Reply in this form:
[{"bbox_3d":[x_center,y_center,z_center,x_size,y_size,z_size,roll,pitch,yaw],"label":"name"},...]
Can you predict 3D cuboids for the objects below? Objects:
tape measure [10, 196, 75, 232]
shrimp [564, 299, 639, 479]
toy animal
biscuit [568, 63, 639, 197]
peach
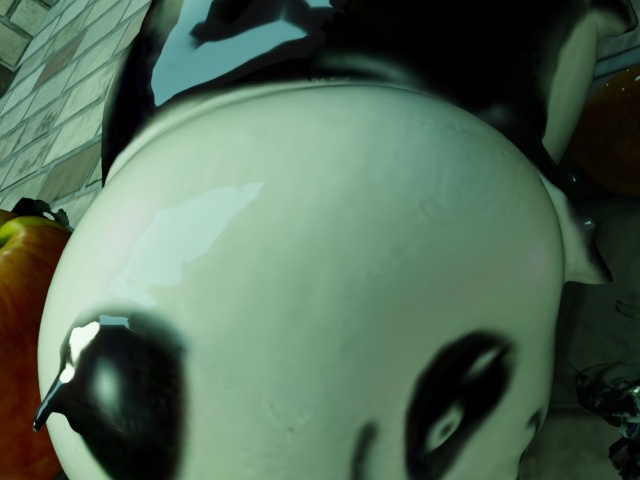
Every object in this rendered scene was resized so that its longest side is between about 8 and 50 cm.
[{"bbox_3d":[-0.355,0.059,1.143,0.181,0.107,0.182,-49,27,9],"label":"tape measure"},{"bbox_3d":[0.148,0.037,0.333,0.174,0.076,0.082,-31,53,44],"label":"shrimp"},{"bbox_3d":[0.000,0.000,0.445,0.251,0.251,0.310,-23,34,48],"label":"toy animal"},{"bbox_3d":[0.161,-0.058,0.491,0.078,0.015,0.091,-50,27,10],"label":"biscuit"},{"bbox_3d":[-0.296,0.108,0.848,0.238,0.281,0.281,21,75,19],"label":"peach"}]
